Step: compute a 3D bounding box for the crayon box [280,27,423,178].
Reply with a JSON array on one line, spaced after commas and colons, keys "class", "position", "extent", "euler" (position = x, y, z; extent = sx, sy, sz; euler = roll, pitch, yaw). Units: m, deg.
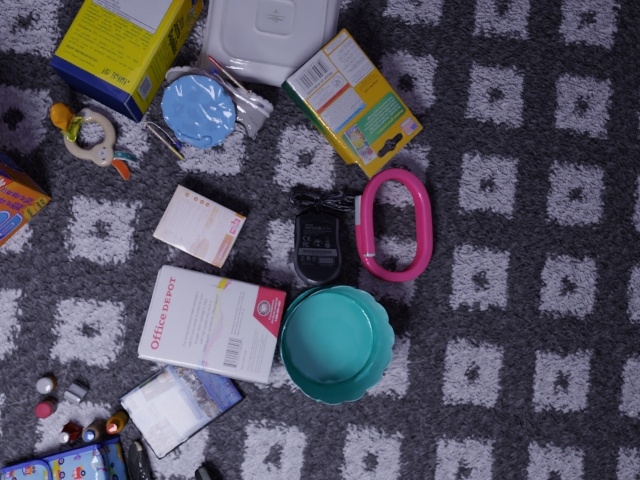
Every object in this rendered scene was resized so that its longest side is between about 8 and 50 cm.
[{"class": "crayon box", "position": [0.082, -0.343, 1.632], "extent": [0.203, 0.083, 0.323], "euler": [-43, 102, -8]}]

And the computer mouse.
[{"class": "computer mouse", "position": [0.000, 0.000, 1.610], "extent": [0.188, 0.072, 0.272], "euler": [7, 62, -3]}]

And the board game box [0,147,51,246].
[{"class": "board game box", "position": [-0.889, -0.115, 1.378], "extent": [0.356, 0.356, 0.356], "euler": [45, 82, -2]}]

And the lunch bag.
[{"class": "lunch bag", "position": [-0.608, 0.609, 1.486], "extent": [0.293, 0.138, 0.221], "euler": [-16, 79, 4]}]

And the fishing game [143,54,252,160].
[{"class": "fishing game", "position": [-0.295, -0.317, 1.567], "extent": [0.189, 0.041, 0.264], "euler": [40, 116, -18]}]

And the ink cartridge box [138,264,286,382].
[{"class": "ink cartridge box", "position": [-0.254, 0.205, 1.534], "extent": [0.306, 0.131, 0.226], "euler": [13, 74, -4]}]

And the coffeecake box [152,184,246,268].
[{"class": "coffeecake box", "position": [-0.298, -0.031, 1.589], "extent": [0.185, 0.068, 0.142], "euler": [26, 83, -4]}]

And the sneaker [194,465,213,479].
[{"class": "sneaker", "position": [-0.289, 0.665, 1.532], "extent": [0.130, 0.087, 0.228], "euler": [-16, 93, -14]}]

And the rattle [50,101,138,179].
[{"class": "rattle", "position": [-0.540, -0.244, 1.544], "extent": [0.130, 0.143, 0.200], "euler": [-39, 85, -26]}]

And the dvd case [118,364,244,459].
[{"class": "dvd case", "position": [-0.342, 0.393, 1.578], "extent": [0.253, 0.022, 0.180], "euler": [-34, 91, -9]}]

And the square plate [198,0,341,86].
[{"class": "square plate", "position": [-0.123, -0.575, 1.660], "extent": [0.346, 0.049, 0.344], "euler": [7, 86, -7]}]

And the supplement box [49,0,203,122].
[{"class": "supplement box", "position": [-0.454, -0.500, 1.541], "extent": [0.194, 0.195, 0.357], "euler": [28, 84, -4]}]

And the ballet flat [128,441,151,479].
[{"class": "ballet flat", "position": [-0.428, 0.571, 1.550], "extent": [0.049, 0.057, 0.173], "euler": [-14, 88, -48]}]

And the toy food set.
[{"class": "toy food set", "position": [-0.582, 0.410, 1.505], "extent": [0.232, 0.104, 0.111], "euler": [32, 83, -4]}]

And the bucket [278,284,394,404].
[{"class": "bucket", "position": [0.029, 0.244, 1.553], "extent": [0.280, 0.183, 0.282], "euler": [1, 85, -7]}]

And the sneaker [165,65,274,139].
[{"class": "sneaker", "position": [-0.263, -0.348, 1.599], "extent": [0.281, 0.105, 0.115], "euler": [23, 90, -2]}]

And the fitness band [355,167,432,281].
[{"class": "fitness band", "position": [0.191, -0.039, 1.629], "extent": [0.208, 0.054, 0.291], "euler": [-1, 88, -25]}]
